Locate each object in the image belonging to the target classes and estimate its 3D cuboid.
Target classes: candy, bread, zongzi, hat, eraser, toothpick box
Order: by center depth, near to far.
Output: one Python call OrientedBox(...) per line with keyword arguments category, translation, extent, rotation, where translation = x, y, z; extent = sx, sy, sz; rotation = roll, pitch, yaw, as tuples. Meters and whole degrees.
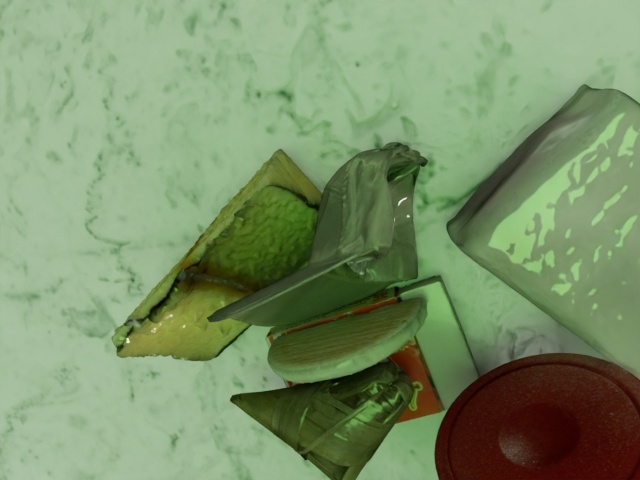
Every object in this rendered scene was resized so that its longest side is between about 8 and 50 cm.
OrientedBox(category="candy", translation=(0.327, 0.026, 0.544), extent=(0.359, 0.145, 0.208), rotation=(38, 107, -1))
OrientedBox(category="toothpick box", translation=(0.272, 0.301, 0.554), extent=(0.204, 0.204, 0.333), rotation=(-23, 113, 15))
OrientedBox(category="hat", translation=(0.000, 0.000, 0.578), extent=(0.245, 0.214, 0.149), rotation=(-11, 76, 12))
OrientedBox(category="bread", translation=(0.024, 0.120, 0.604), extent=(0.193, 0.112, 0.036), rotation=(-19, 101, 16))
OrientedBox(category="bread", translation=(-0.105, 0.025, 0.646), extent=(0.266, 0.142, 0.178), rotation=(-42, 134, 15))
OrientedBox(category="zongzi", translation=(0.002, 0.178, 0.647), extent=(0.176, 0.078, 0.160), rotation=(35, 103, 10))
OrientedBox(category="eraser", translation=(0.065, 0.149, 0.681), extent=(0.230, 0.038, 0.157), rotation=(-20, 98, 15))
